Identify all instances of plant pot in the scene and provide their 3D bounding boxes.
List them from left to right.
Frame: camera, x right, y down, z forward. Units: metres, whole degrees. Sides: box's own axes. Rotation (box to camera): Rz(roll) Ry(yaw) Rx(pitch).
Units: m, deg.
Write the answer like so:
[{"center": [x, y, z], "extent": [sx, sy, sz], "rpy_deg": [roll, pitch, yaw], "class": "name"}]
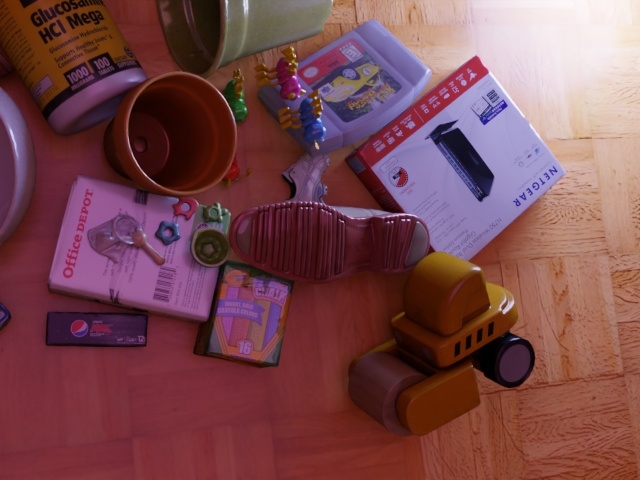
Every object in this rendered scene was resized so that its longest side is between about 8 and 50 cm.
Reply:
[{"center": [-0.278, -0.173, 1.596], "extent": [0.205, 0.188, 0.205], "rpy_deg": [1, 88, -35], "class": "plant pot"}, {"center": [-0.127, -0.444, 1.674], "extent": [0.254, 0.276, 0.276], "rpy_deg": [-14, 87, -29], "class": "plant pot"}]

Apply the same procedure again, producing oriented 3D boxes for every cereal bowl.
[{"center": [-0.603, -0.129, 1.499], "extent": [0.339, 0.141, 0.338], "rpy_deg": [2, 101, 13], "class": "cereal bowl"}]

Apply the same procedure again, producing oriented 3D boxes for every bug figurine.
[{"center": [-0.101, -0.222, 1.679], "extent": [0.072, 0.279, 0.216], "rpy_deg": [22, 53, -54], "class": "bug figurine"}]

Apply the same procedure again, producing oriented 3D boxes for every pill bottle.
[{"center": [-0.454, -0.363, 1.584], "extent": [0.188, 0.188, 0.333], "rpy_deg": [-32, 92, -18], "class": "pill bottle"}]

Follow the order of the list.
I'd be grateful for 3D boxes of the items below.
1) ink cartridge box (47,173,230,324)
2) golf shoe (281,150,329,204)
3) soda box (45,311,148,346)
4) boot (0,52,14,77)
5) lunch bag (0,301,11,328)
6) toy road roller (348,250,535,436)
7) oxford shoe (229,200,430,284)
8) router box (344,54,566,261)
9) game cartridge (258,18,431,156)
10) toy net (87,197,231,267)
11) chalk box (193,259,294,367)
[{"center": [-0.315, 0.020, 1.612], "extent": [0.273, 0.115, 0.198], "rpy_deg": [14, 78, -15], "class": "ink cartridge box"}, {"center": [-0.028, -0.137, 1.747], "extent": [0.086, 0.069, 0.176], "rpy_deg": [7, 80, -10], "class": "golf shoe"}, {"center": [-0.385, 0.154, 1.605], "extent": [0.169, 0.053, 0.060], "rpy_deg": [3, 81, -17], "class": "soda box"}, {"center": [-0.684, -0.287, 1.553], "extent": [0.283, 0.109, 0.220], "rpy_deg": [30, 81, -20], "class": "boot"}, {"center": [-0.587, 0.140, 1.507], "extent": [0.151, 0.129, 0.096], "rpy_deg": [-43, 94, -16], "class": "lunch bag"}, {"center": [0.200, 0.170, 1.665], "extent": [0.330, 0.202, 0.240], "rpy_deg": [-27, 113, -20], "class": "toy road roller"}, {"center": [0.000, 0.000, 1.660], "extent": [0.397, 0.147, 0.140], "rpy_deg": [6, 95, -33], "class": "oxford shoe"}, {"center": [0.268, -0.147, 1.826], "extent": [0.335, 0.082, 0.301], "rpy_deg": [-40, 95, -18], "class": "router box"}, {"center": [0.055, -0.287, 1.758], "extent": [0.294, 0.060, 0.196], "rpy_deg": [-35, 70, -18], "class": "game cartridge"}, {"center": [-0.266, -0.018, 1.547], "extent": [0.232, 0.045, 0.122], "rpy_deg": [4, 81, -17], "class": "toy net"}, {"center": [-0.132, 0.109, 1.647], "extent": [0.132, 0.132, 0.213], "rpy_deg": [13, 78, -15], "class": "chalk box"}]
